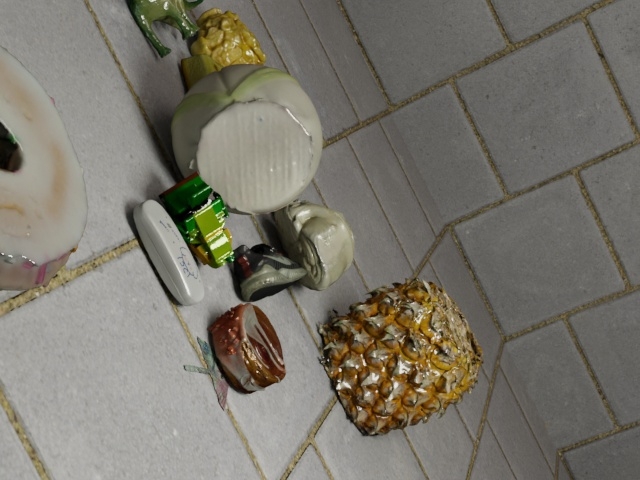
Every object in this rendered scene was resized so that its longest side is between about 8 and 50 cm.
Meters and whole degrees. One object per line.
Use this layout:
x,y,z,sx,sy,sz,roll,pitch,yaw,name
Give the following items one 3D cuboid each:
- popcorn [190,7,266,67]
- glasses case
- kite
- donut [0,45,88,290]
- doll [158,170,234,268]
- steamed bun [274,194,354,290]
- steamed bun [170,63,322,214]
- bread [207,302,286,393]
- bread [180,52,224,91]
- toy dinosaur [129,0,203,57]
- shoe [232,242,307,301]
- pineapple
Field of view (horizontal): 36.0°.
-0.209,-0.442,2.260,0.194,0.140,0.163,61,14,-6,popcorn
-0.258,0.021,1.687,0.197,0.049,0.076,63,19,-5,glasses case
-0.188,0.227,1.686,0.152,0.005,0.137,6,60,-67,kite
-0.447,-0.097,1.199,0.383,0.142,0.383,51,24,-33,donut
-0.214,-0.033,1.769,0.134,0.106,0.186,26,-36,48,doll
-0.001,-0.002,2.147,0.218,0.144,0.211,151,-81,-76,steamed bun
-0.148,-0.210,1.938,0.309,0.309,0.309,52,23,-33,steamed bun
-0.130,0.194,1.774,0.160,0.073,0.160,52,23,-32,bread
-0.178,-0.285,2.233,0.361,0.077,0.138,35,35,-55,bread
-0.375,-0.535,2.045,0.301,0.087,0.447,51,20,-16,toy dinosaur
-0.108,0.053,1.987,0.112,0.099,0.227,58,19,5,shoe
0.187,0.254,2.212,0.352,0.300,0.352,46,25,-29,pineapple
